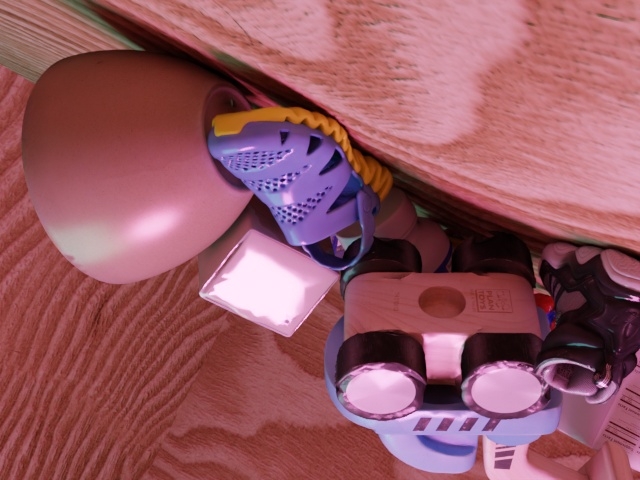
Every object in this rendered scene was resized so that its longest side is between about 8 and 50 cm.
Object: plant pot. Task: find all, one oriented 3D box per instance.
[{"bbox_3d":[-0.178,-0.102,1.147,0.190,0.284,0.284,-10,159,27],"label":"plant pot"}]

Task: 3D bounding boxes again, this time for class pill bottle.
[{"bbox_3d":[0.133,0.064,1.374,0.272,0.152,0.152,56,164,-25],"label":"pill bottle"}]

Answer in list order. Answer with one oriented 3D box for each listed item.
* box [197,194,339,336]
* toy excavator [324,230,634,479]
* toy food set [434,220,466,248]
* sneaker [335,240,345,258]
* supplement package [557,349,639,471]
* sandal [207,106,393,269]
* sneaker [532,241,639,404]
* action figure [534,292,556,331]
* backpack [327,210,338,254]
[{"bbox_3d":[-0.082,-0.028,1.330,0.148,0.121,0.311,28,-154,-26],"label":"box"},{"bbox_3d":[0.222,0.223,1.283,0.432,0.222,0.445,0,133,2],"label":"toy excavator"},{"bbox_3d":[0.208,0.016,1.467,0.218,0.071,0.128,19,147,54],"label":"toy food set"},{"bbox_3d":[0.000,0.000,2.241,0.350,0.148,0.131,27,178,1],"label":"sneaker"},{"bbox_3d":[0.463,0.230,1.520,0.149,0.203,0.194,28,178,-21],"label":"supplement package"},{"bbox_3d":[-0.014,-0.057,1.110,0.126,0.138,0.317,-1,164,34],"label":"sandal"},{"bbox_3d":[0.281,0.089,1.069,0.101,0.153,0.268,27,178,-6],"label":"sneaker"},{"bbox_3d":[0.321,0.158,1.597,0.280,0.139,0.091,-6,-168,-37],"label":"action figure"},{"bbox_3d":[-0.020,-0.037,1.586,0.116,0.158,0.173,8,168,23],"label":"backpack"}]
